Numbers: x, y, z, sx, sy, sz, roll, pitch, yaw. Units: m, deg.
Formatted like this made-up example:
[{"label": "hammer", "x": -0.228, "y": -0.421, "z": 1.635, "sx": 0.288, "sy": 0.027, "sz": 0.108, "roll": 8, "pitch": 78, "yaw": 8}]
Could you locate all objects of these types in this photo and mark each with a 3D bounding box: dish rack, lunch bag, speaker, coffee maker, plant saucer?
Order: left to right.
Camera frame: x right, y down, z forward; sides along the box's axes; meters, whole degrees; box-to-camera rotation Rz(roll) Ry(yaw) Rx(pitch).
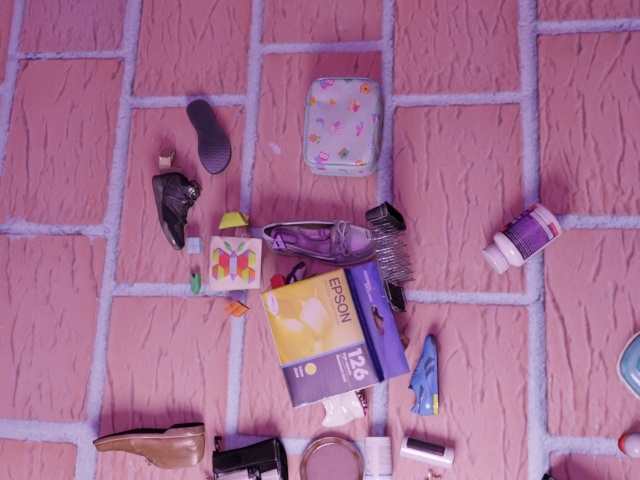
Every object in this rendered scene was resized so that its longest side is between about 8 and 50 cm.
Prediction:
[{"label": "coffee maker", "x": -0.182, "y": 0.567, "z": 1.898, "sx": 0.178, "sy": 0.120, "sz": 0.171, "roll": -16, "pitch": 74, "yaw": 5}, {"label": "plant saucer", "x": 0.030, "y": 0.594, "z": 1.904, "sx": 0.168, "sy": 0.029, "sz": 0.168, "roll": -2, "pitch": 78, "yaw": 8}, {"label": "lunch bag", "x": 0.060, "y": -0.321, "z": 2.069, "sx": 0.224, "sy": 0.108, "sz": 0.279, "roll": 2, "pitch": 76, "yaw": 15}, {"label": "dish rack", "x": 0.191, "y": 0.050, "z": 1.918, "sx": 0.074, "sy": 0.208, "sz": 0.272, "roll": -17, "pitch": 75, "yaw": 17}, {"label": "speaker", "x": 0.270, "y": 0.535, "z": 1.866, "sx": 0.136, "sy": 0.055, "sz": 0.055, "roll": 12, "pitch": 79, "yaw": 12}]

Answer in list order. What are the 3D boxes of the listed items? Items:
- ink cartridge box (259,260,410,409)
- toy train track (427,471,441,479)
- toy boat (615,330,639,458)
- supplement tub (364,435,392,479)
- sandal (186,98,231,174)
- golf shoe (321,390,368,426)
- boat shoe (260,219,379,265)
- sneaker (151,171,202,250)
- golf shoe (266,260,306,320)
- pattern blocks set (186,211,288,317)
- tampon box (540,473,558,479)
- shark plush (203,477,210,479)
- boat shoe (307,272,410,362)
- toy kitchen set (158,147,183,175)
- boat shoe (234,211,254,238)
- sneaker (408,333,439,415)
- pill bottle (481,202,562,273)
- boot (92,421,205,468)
[{"label": "ink cartridge box", "x": 0.036, "y": 0.233, "z": 1.849, "sx": 0.307, "sy": 0.072, "sz": 0.304, "roll": -18, "pitch": 81, "yaw": 2}, {"label": "toy train track", "x": 0.285, "y": 0.625, "z": 1.864, "sx": 0.048, "sy": 0.014, "sz": 0.083, "roll": -14, "pitch": 81, "yaw": -2}, {"label": "toy boat", "x": 0.816, "y": 0.384, "z": 1.763, "sx": 0.267, "sy": 0.148, "sz": 0.318, "roll": 32, "pitch": 84, "yaw": 14}, {"label": "supplement tub", "x": 0.147, "y": 0.552, "z": 1.873, "sx": 0.071, "sy": 0.071, "sz": 0.107, "roll": -2, "pitch": 77, "yaw": 9}, {"label": "sandal", "x": -0.320, "y": -0.302, "z": 2.162, "sx": 0.097, "sy": 0.054, "sz": 0.255, "roll": -18, "pitch": 65, "yaw": -3}, {"label": "golf shoe", "x": 0.002, "y": 0.342, "z": 1.926, "sx": 0.140, "sy": 0.115, "sz": 0.306, "roll": -30, "pitch": 73, "yaw": 5}, {"label": "boat shoe", "x": -0.001, "y": -0.003, "z": 2.008, "sx": 0.320, "sy": 0.103, "sz": 0.118, "roll": 7, "pitch": 78, "yaw": 11}, {"label": "sneaker", "x": -0.395, "y": -0.091, "z": 2.100, "sx": 0.130, "sy": 0.087, "sz": 0.228, "roll": -14, "pitch": 77, "yaw": 4}, {"label": "golf shoe", "x": -0.069, "y": 0.156, "z": 2.008, "sx": 0.094, "sy": 0.077, "sz": 0.198, "roll": 24, "pitch": 84, "yaw": -3}, {"label": "pattern blocks set", "x": -0.229, "y": 0.064, "z": 2.007, "sx": 0.324, "sy": 0.026, "sz": 0.285, "roll": -14, "pitch": 83, "yaw": 27}, {"label": "tampon box", "x": 0.585, "y": 0.655, "z": 1.762, "sx": 0.161, "sy": 0.101, "sz": 0.120, "roll": 32, "pitch": 85, "yaw": 14}, {"label": "shark plush", "x": -0.246, "y": 0.682, "z": 1.908, "sx": 0.073, "sy": 0.067, "sz": 0.161, "roll": -24, "pitch": 75, "yaw": 3}, {"label": "boat shoe", "x": 0.100, "y": 0.195, "z": 1.946, "sx": 0.324, "sy": 0.123, "sz": 0.116, "roll": 44, "pitch": 83, "yaw": 6}, {"label": "toy kitchen set", "x": -0.430, "y": -0.218, "z": 2.166, "sx": 0.068, "sy": 0.075, "sz": 0.083, "roll": 4, "pitch": 117, "yaw": 2}, {"label": "boat shoe", "x": -0.210, "y": 0.008, "z": 2.065, "sx": 0.059, "sy": 0.063, "sz": 0.170, "roll": 10, "pitch": 88, "yaw": 9}, {"label": "sneaker", "x": 0.265, "y": 0.344, "z": 1.904, "sx": 0.082, "sy": 0.069, "sz": 0.209, "roll": -1, "pitch": 77, "yaw": 13}, {"label": "pill bottle", "x": 0.520, "y": 0.000, "z": 1.921, "sx": 0.193, "sy": 0.108, "sz": 0.108, "roll": -37, "pitch": 74, "yaw": -1}, {"label": "boot", "x": -0.456, "y": 0.554, "z": 1.958, "sx": 0.305, "sy": 0.112, "sz": 0.115, "roll": -5, "pitch": 87, "yaw": 6}]
